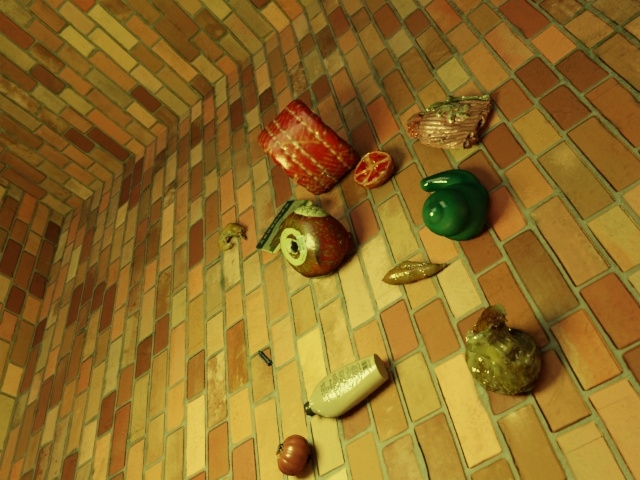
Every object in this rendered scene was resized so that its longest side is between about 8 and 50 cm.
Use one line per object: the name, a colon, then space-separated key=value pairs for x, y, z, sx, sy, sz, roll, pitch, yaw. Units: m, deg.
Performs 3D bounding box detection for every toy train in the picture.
toy train: x=-0.182 y=0.383 z=1.962 sx=0.017 sy=0.017 sz=0.083 roll=-58 pitch=36 yaw=0

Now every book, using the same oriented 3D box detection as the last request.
book: x=-0.142 y=-0.054 z=2.214 sx=0.228 sy=0.018 sz=0.322 roll=-55 pitch=16 yaw=-8

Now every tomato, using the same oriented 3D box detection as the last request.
tomato: x=0.189 y=-0.231 z=2.076 sx=0.155 sy=0.069 sz=0.156 roll=-25 pitch=42 yaw=25

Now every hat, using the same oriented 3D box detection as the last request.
hat: x=0.399 y=-0.386 z=1.963 sx=0.286 sy=0.107 sz=0.237 roll=7 pitch=54 yaw=44

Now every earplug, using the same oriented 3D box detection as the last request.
earplug: x=0.366 y=-0.115 z=1.711 sx=0.257 sy=0.280 sz=0.164 roll=53 pitch=126 yaw=18

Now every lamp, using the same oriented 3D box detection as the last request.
lamp: x=-0.072 y=0.574 z=1.614 sx=0.107 sy=0.092 sz=0.108 roll=-157 pitch=90 yaw=-86

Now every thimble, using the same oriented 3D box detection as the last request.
thimble: x=-0.044 y=-0.336 z=2.200 sx=0.230 sy=0.350 sz=0.350 roll=-45 pitch=36 yaw=9

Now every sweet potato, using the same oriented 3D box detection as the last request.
sweet potato: x=0.262 y=0.089 z=1.728 sx=0.205 sy=0.060 sz=0.068 roll=-11 pitch=82 yaw=28

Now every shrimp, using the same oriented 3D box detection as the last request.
shrimp: x=-0.365 y=-0.011 z=2.487 sx=0.187 sy=0.051 sz=0.133 roll=-1 pitch=70 yaw=55

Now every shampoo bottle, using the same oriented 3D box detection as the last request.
shampoo bottle: x=0.061 y=0.403 z=1.637 sx=0.256 sy=0.078 sz=0.127 roll=-34 pitch=44 yaw=18

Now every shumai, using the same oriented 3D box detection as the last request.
shumai: x=0.396 y=0.245 z=1.377 sx=0.161 sy=0.153 sz=0.209 roll=-42 pitch=33 yaw=-1

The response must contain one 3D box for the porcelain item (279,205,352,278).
porcelain item: x=0.000 y=0.000 z=1.987 sx=0.253 sy=0.253 sz=0.253 roll=-27 pitch=42 yaw=27
